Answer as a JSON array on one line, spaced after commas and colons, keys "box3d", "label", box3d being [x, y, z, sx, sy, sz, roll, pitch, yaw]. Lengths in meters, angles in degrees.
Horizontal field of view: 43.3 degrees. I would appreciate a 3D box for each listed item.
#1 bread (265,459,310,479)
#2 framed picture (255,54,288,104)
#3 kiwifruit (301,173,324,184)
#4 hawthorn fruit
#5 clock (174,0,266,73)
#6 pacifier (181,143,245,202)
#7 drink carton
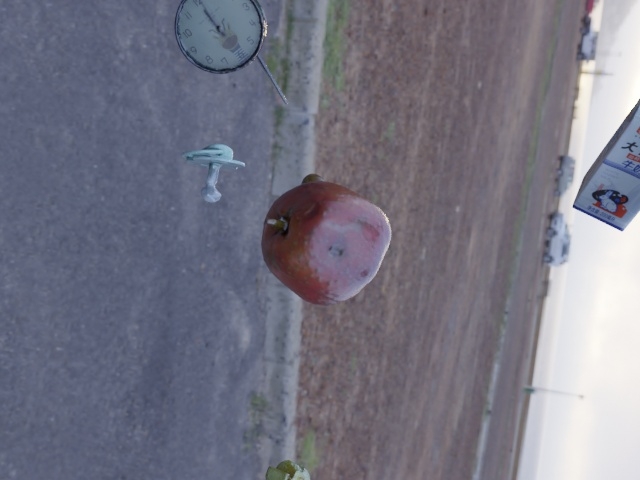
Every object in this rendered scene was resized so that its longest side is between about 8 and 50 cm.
[{"box3d": [-0.075, 0.541, 1.693, 0.117, 0.064, 0.156, 25, 70, -49], "label": "bread"}, {"box3d": [-0.195, -0.519, 2.069, 0.323, 0.013, 0.244, 57, 1, 33], "label": "framed picture"}, {"box3d": [-0.011, -0.120, 2.073, 0.075, 0.075, 0.124, 73, -2, -53], "label": "kiwifruit"}, {"box3d": [0.000, 0.000, 1.730, 0.300, 0.275, 0.275, 22, 73, -36], "label": "hawthorn fruit"}, {"box3d": [-0.199, -0.420, 1.598, 0.040, 0.185, 0.184, -97, -172, -70], "label": "clock"}, {"box3d": [-0.221, -0.135, 1.621, 0.150, 0.127, 0.116, 6, -94, 64], "label": "pacifier"}, {"box3d": [0.646, -0.163, 1.657, 0.106, 0.131, 0.315, -58, 170, -32], "label": "drink carton"}]
